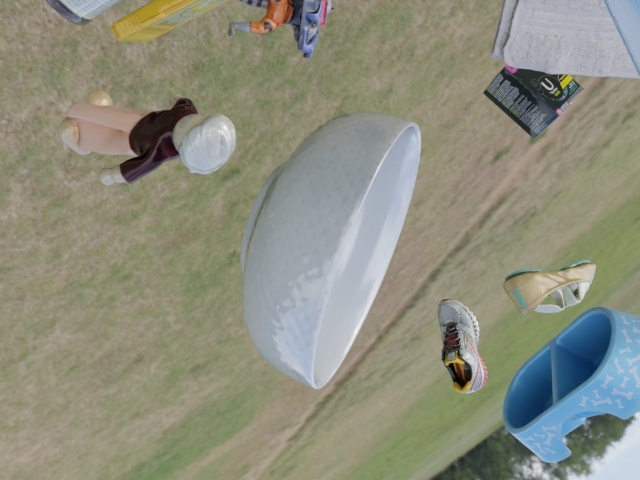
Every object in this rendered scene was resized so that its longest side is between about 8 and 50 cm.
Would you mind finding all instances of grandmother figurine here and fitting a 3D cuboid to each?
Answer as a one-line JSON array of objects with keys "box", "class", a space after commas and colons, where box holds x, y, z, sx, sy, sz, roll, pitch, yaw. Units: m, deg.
[{"box": [-0.273, -0.167, 0.933, 0.104, 0.342, 0.208, 51, 58, -50], "class": "grandmother figurine"}]

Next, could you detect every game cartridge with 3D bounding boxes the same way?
[{"box": [-0.338, -0.582, 1.470, 0.323, 0.053, 0.285, -26, -164, 9], "class": "game cartridge"}]

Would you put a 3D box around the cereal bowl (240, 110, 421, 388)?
[{"box": [0.000, 0.000, 0.726, 0.339, 0.141, 0.339, 20, 90, -76], "class": "cereal bowl"}]

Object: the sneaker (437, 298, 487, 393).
[{"box": [0.323, 0.244, 1.368, 0.088, 0.225, 0.092, -21, 173, 38], "class": "sneaker"}]

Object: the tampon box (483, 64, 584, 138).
[{"box": [0.478, -0.338, 1.330, 0.120, 0.161, 0.101, -44, 175, -26], "class": "tampon box"}]

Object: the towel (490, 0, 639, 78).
[{"box": [0.423, -0.356, 0.926, 0.282, 0.049, 0.187, 4, 125, 1], "class": "towel"}]

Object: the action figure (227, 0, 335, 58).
[{"box": [-0.096, -0.729, 1.729, 0.330, 0.178, 0.341, -6, 123, -38], "class": "action figure"}]

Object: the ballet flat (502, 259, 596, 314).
[{"box": [0.389, 0.082, 0.979, 0.232, 0.073, 0.080, -5, 154, -35], "class": "ballet flat"}]

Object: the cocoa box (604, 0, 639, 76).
[{"box": [0.304, -0.196, 0.358, 0.228, 0.347, 0.231, -23, -165, 39], "class": "cocoa box"}]

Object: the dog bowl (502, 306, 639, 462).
[{"box": [0.384, 0.214, 0.898, 0.297, 0.074, 0.166, -59, -175, 41], "class": "dog bowl"}]

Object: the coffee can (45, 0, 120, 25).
[{"box": [-0.403, -0.568, 1.122, 0.275, 0.202, 0.201, -25, 160, 13], "class": "coffee can"}]
